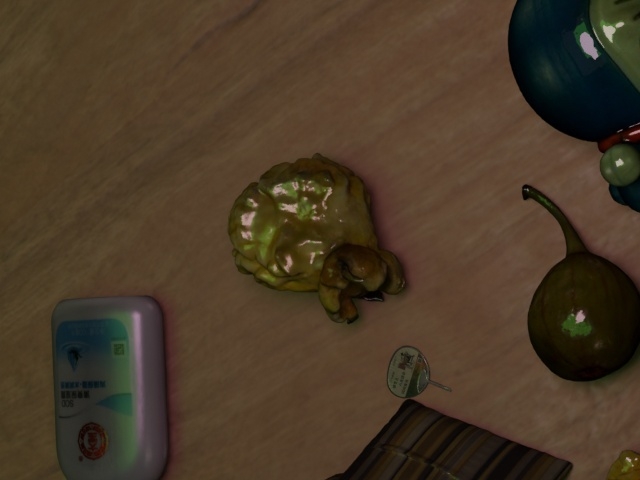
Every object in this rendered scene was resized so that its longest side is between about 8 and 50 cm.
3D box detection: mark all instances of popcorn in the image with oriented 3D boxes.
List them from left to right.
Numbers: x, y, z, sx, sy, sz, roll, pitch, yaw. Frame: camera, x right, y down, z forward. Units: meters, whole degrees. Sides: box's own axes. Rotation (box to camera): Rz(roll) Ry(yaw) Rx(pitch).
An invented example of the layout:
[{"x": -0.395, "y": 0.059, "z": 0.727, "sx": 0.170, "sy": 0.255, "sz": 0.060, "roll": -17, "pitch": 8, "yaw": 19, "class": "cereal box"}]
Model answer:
[{"x": -0.010, "y": 0.003, "z": 1.601, "sx": 0.168, "sy": 0.173, "sz": 0.195, "roll": -22, "pitch": 68, "yaw": -16, "class": "popcorn"}]

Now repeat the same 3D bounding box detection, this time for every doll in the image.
[{"x": 0.303, "y": -0.160, "z": 1.413, "sx": 0.186, "sy": 0.198, "sz": 0.322, "roll": -29, "pitch": 85, "yaw": 39, "class": "doll"}]

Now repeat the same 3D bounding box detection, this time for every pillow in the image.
[{"x": 0.128, "y": 0.265, "z": 1.513, "sx": 0.212, "sy": 0.208, "sz": 0.052, "roll": 19, "pitch": 134, "yaw": 29, "class": "pillow"}]

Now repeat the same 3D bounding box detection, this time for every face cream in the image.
[{"x": -0.265, "y": 0.239, "z": 1.788, "sx": 0.163, "sy": 0.080, "sz": 0.336, "roll": -3, "pitch": 87, "yaw": 29, "class": "face cream"}]

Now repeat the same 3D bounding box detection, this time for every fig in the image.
[{"x": 0.264, "y": 0.036, "z": 1.498, "sx": 0.124, "sy": 0.124, "sz": 0.236, "roll": -30, "pitch": 52, "yaw": 26, "class": "fig"}]

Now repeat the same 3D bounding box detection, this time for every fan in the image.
[{"x": 0.110, "y": 0.149, "z": 1.623, "sx": 0.080, "sy": 0.003, "sz": 0.060, "roll": -12, "pitch": 84, "yaw": 29, "class": "fan"}]

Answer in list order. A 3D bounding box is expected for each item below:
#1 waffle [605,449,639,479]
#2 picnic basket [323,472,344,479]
[{"x": 0.396, "y": 0.340, "z": 1.430, "sx": 0.281, "sy": 0.058, "sz": 0.301, "roll": 28, "pitch": 103, "yaw": 26, "class": "waffle"}, {"x": 0.057, "y": 0.333, "z": 1.572, "sx": 0.178, "sy": 0.138, "sz": 0.128, "roll": 27, "pitch": 110, "yaw": 26, "class": "picnic basket"}]
